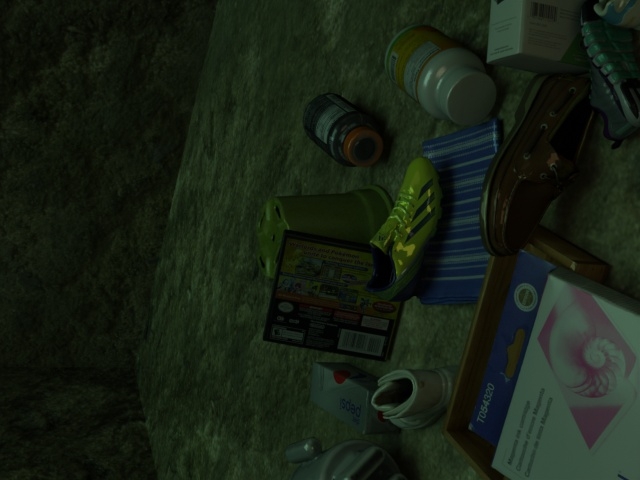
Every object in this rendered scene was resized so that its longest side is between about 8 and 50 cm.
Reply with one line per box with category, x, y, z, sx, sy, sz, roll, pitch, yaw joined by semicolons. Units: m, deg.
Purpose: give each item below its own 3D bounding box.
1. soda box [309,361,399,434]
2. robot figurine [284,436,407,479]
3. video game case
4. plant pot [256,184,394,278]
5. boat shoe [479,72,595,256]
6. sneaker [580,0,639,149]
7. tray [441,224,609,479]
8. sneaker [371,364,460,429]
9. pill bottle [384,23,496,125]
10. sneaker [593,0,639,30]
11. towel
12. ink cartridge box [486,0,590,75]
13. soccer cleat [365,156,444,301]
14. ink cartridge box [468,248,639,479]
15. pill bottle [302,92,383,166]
soda box;0.074;0.345;1.913;0.286;0.091;0.098;-167;82;-65
robot figurine;0.043;0.541;1.818;0.300;0.199;0.353;52;145;7
video game case;0.034;0.120;1.829;0.035;0.274;0.248;-95;16;-72
plant pot;0.000;0.000;1.936;0.276;0.253;0.276;-175;90;-65
boat shoe;0.337;-0.117;1.321;0.104;0.110;0.307;13;83;47
sneaker;0.415;-0.248;1.271;0.098;0.083;0.224;124;141;-57
tray;0.325;0.191;1.411;0.203;0.076;0.411;-136;54;-59
sneaker;0.159;0.298;1.645;0.292;0.169;0.108;133;133;-56
pill bottle;0.228;-0.309;1.623;0.246;0.136;0.136;-124;45;-54
sneaker;0.444;-0.419;1.219;0.087;0.092;0.229;-176;92;-67
towel;0.259;-0.046;1.633;0.243;0.040;0.336;171;102;-64
ink cartridge box;0.353;-0.378;1.332;0.092;0.160;0.220;-178;93;-66
soccer cleat;0.158;-0.021;1.662;0.093;0.121;0.289;26;107;63
ink cartridge box;0.356;0.220;1.229;0.330;0.071;0.324;28;114;42
pill bottle;0.058;-0.250;1.998;0.246;0.130;0.131;-131;50;-57
